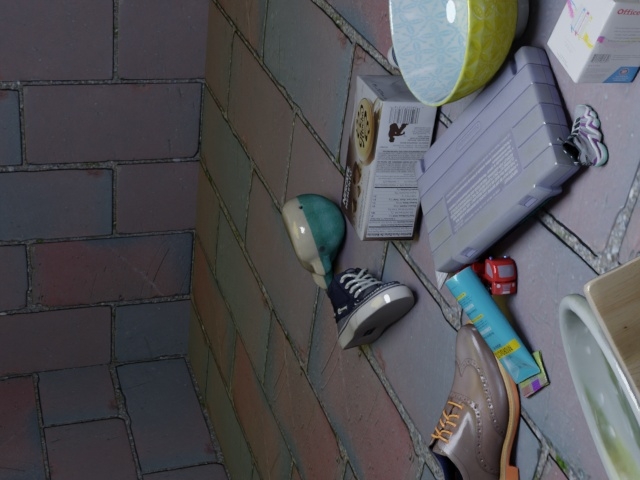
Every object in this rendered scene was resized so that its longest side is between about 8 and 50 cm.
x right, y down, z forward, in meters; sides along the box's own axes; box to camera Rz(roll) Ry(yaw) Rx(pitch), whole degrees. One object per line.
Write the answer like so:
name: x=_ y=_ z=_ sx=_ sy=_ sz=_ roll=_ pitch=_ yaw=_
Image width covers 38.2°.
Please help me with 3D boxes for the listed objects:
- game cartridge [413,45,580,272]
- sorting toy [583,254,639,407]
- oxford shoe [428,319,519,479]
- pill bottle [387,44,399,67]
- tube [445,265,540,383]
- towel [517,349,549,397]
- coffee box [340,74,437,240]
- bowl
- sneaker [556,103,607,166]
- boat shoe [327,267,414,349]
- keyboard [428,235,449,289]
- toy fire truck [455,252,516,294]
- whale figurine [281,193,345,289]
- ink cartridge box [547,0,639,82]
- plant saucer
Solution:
game cartridge: x=0.275 y=-0.116 z=1.505 sx=0.355 sy=0.068 sz=0.230 roll=-49 pitch=47 yaw=53
sorting toy: x=0.419 y=0.100 z=0.896 sx=0.255 sy=0.257 sz=0.089 roll=64 pitch=-178 yaw=2
oxford shoe: x=0.259 y=0.318 z=1.599 sx=0.130 sy=0.133 sz=0.363 roll=172 pitch=94 yaw=-70
pill bottle: x=0.176 y=-0.363 z=1.776 sx=0.120 sy=0.067 sz=0.067 roll=-171 pitch=77 yaw=-69
tube: x=0.286 y=0.141 z=1.533 sx=0.207 sy=0.052 sz=0.080 roll=56 pitch=158 yaw=10
towel: x=0.347 y=0.220 z=1.518 sx=0.083 sy=0.009 sz=0.060 roll=122 pitch=139 yaw=-58
coffee box: x=0.131 y=-0.164 z=1.852 sx=0.168 sy=0.119 sz=0.297 roll=-118 pitch=31 yaw=-58
bowl: x=0.235 y=-0.366 z=1.472 sx=0.289 sy=0.156 sz=0.289 roll=170 pitch=90 yaw=-72
sneaker: x=0.362 y=-0.150 z=1.310 sx=0.038 sy=0.069 sz=0.098 roll=122 pitch=139 yaw=-58
boat shoe: x=0.092 y=0.119 z=2.014 sx=0.340 sy=0.127 sz=0.158 roll=126 pitch=128 yaw=-61
keyboard: x=0.216 y=-0.033 z=1.754 sx=0.072 sy=0.014 sz=0.256 roll=115 pitch=155 yaw=-52
toy fire truck: x=0.277 y=0.012 z=1.610 sx=0.192 sy=0.047 sz=0.135 roll=-152 pitch=59 yaw=-67
whale figurine: x=0.000 y=0.000 z=2.291 sx=0.272 sy=0.141 sz=0.216 roll=71 pitch=176 yaw=-46
ink cartridge box: x=0.379 y=-0.288 z=1.204 sx=0.143 sy=0.092 sz=0.090 roll=108 pitch=151 yaw=-44
plant saucer: x=0.406 y=0.242 z=1.109 sx=0.400 sy=0.101 sz=0.400 roll=-19 pitch=-90 yaw=-86
